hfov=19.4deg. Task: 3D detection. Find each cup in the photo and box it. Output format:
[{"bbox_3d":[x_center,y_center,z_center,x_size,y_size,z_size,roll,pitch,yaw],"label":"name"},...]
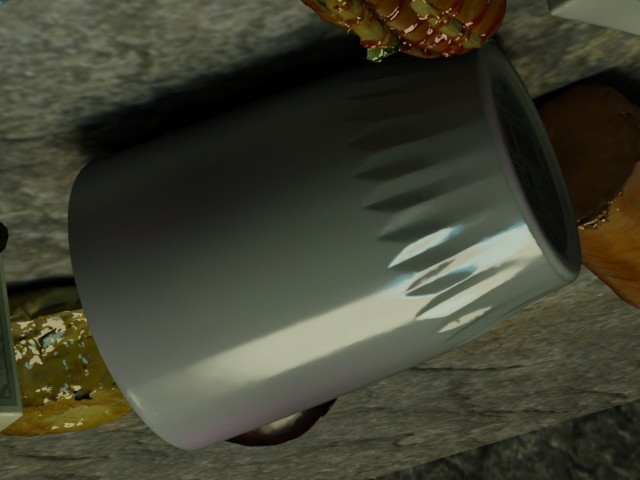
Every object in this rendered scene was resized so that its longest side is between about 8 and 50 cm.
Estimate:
[{"bbox_3d":[0.000,0.000,1.490,0.371,0.253,0.253,-21,161,19],"label":"cup"}]

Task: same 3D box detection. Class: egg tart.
[{"bbox_3d":[-0.275,0.134,1.943,0.294,0.116,0.295,-13,162,-4],"label":"egg tart"}]

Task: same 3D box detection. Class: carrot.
[{"bbox_3d":[0.280,-0.053,1.712,0.196,0.196,0.254,-23,149,29],"label":"carrot"}]

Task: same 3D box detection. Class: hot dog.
[{"bbox_3d":[0.050,-0.172,1.282,0.104,0.076,0.250,-19,164,23],"label":"hot dog"}]

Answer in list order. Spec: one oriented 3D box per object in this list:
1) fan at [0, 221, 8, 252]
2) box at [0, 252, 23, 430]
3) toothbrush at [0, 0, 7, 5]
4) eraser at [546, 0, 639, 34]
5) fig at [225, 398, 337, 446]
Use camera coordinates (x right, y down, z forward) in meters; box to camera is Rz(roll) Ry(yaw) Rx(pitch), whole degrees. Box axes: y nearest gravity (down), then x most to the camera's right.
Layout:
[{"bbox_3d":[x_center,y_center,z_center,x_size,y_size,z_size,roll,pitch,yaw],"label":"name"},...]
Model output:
[{"bbox_3d":[-0.338,0.025,1.465,0.229,0.011,0.335,-20,-159,-32],"label":"fan"},{"bbox_3d":[-0.368,0.124,1.758,0.069,0.164,0.256,2,158,-34],"label":"box"},{"bbox_3d":[-0.127,-0.192,1.182,0.219,0.019,0.016,-20,176,24],"label":"toothbrush"},{"bbox_3d":[0.268,-0.216,1.310,0.124,0.068,0.210,3,157,-44],"label":"eraser"},{"bbox_3d":[-0.049,0.099,1.920,0.204,0.186,0.249,-62,172,18],"label":"fig"}]
